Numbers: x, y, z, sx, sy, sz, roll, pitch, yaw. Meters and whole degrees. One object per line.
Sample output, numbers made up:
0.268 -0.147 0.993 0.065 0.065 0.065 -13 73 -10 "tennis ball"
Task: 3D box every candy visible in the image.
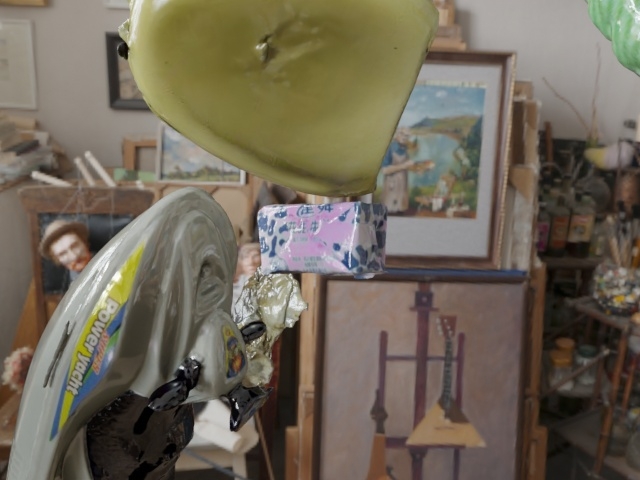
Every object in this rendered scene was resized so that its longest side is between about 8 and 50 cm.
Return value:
0.000 0.000 0.820 0.160 0.092 0.073 -1 -2 40 "candy"

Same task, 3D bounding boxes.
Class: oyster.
-0.095 0.119 1.000 0.107 0.232 0.161 15 12 -11 "oyster"

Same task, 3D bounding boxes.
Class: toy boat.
-0.117 0.094 0.449 0.141 0.269 0.140 27 35 -21 "toy boat"

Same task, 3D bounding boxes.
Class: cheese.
-0.049 -0.187 0.707 0.316 0.259 0.128 18 17 -10 "cheese"

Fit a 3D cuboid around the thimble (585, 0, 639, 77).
0.326 -0.215 0.575 0.150 0.219 0.219 -38 -10 38 "thimble"
